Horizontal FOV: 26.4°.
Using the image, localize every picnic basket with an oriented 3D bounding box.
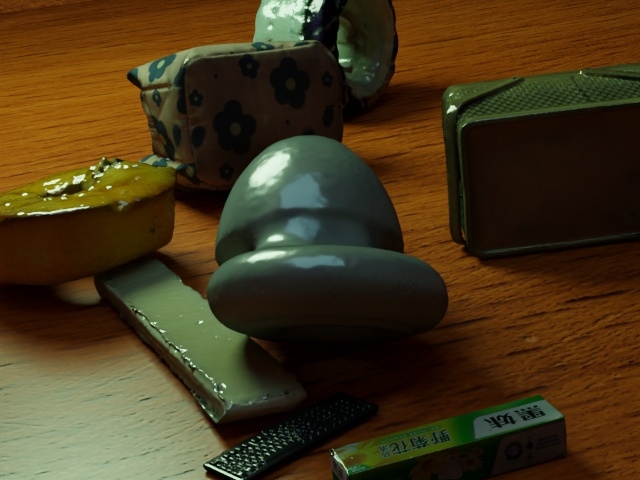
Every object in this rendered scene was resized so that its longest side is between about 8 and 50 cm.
[{"bbox_3d":[0.263,-0.090,1.476,0.267,0.165,0.139,-7,22,0],"label":"picnic basket"}]

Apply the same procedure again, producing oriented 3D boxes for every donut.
[{"bbox_3d":[-0.277,-0.027,1.513,0.253,0.118,0.253,-12,9,2],"label":"donut"}]

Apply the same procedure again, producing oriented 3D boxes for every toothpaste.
[{"bbox_3d":[0.097,0.160,1.033,0.178,0.037,0.043,-13,20,-15],"label":"toothpaste"}]

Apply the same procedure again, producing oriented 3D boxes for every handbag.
[{"bbox_3d":[-0.118,-0.164,1.787,0.251,0.190,0.193,-12,13,-36],"label":"handbag"}]

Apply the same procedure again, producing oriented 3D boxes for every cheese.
[{"bbox_3d":[-0.127,0.087,1.309,0.085,0.034,0.400,-15,22,-20],"label":"cheese"}]

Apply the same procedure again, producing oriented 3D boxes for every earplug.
[{"bbox_3d":[-0.001,0.012,1.263,0.214,0.175,0.325,4,18,-10],"label":"earplug"}]

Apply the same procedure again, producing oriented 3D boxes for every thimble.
[{"bbox_3d":[0.011,-0.309,2.058,0.150,0.237,0.237,6,23,31],"label":"thimble"}]

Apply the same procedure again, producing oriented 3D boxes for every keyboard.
[{"bbox_3d":[-0.022,0.159,1.113,0.155,0.010,0.053,-24,25,-38],"label":"keyboard"}]
